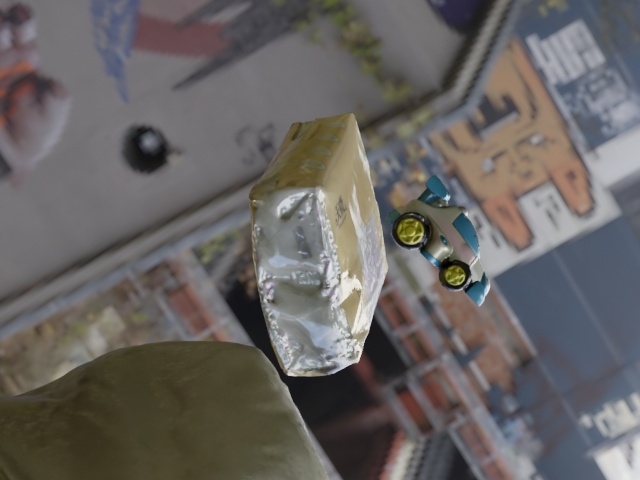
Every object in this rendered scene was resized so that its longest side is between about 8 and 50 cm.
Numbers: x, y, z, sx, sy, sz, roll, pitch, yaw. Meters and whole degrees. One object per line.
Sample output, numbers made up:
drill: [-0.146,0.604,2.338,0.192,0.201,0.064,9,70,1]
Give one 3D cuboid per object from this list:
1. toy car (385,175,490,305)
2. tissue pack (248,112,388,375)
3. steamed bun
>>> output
toy car: [0.162,-0.001,2.081,0.098,0.161,0.126,-49,174,5]
tissue pack: [0.000,0.000,1.532,0.090,0.186,0.222,-8,-161,11]
steamed bun: [-0.152,0.245,1.040,0.367,0.342,0.255,-38,166,33]
